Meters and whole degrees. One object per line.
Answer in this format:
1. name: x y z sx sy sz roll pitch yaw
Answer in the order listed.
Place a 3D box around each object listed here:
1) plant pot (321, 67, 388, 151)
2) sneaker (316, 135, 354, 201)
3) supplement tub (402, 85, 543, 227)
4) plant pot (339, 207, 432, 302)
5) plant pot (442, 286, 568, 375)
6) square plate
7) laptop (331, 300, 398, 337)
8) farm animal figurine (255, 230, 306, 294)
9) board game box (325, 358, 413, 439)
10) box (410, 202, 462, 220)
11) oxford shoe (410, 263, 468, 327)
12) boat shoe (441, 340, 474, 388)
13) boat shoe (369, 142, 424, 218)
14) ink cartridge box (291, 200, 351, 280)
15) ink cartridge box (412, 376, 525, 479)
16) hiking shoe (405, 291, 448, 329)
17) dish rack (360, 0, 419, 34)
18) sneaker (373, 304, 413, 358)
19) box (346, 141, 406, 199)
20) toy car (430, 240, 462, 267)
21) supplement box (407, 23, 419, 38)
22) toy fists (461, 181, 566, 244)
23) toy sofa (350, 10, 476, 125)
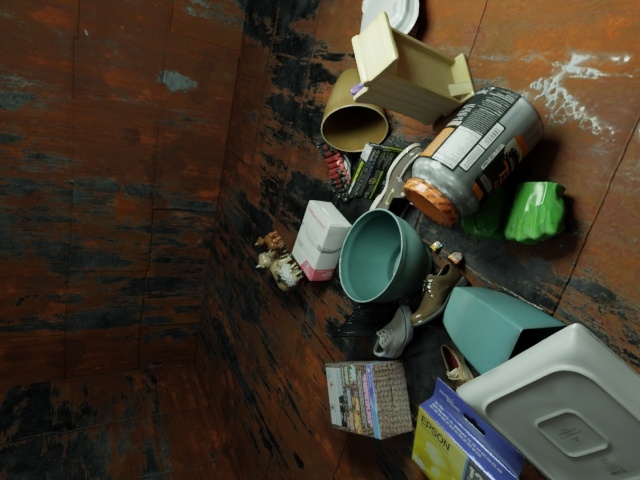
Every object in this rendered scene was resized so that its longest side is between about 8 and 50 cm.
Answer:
1. plant pot: 0.123 -0.500 1.523 0.237 0.237 0.254 -38 44 51
2. sneaker: 0.086 -0.299 1.670 0.098 0.135 0.276 -9 104 46
3. supplement tub: 0.360 -0.196 1.010 0.316 0.193 0.193 -48 39 0
4. plant pot: 0.223 0.066 1.312 0.293 0.196 0.293 -32 50 48
5. plant pot: 0.429 0.218 1.034 0.234 0.166 0.165 44 125 54
6. square plate: 0.508 0.372 0.833 0.344 0.049 0.347 43 133 8
7. laptop: 0.150 0.213 1.502 0.136 0.264 0.234 54 148 -9
8. farm animal figurine: -0.207 0.116 1.974 0.326 0.172 0.330 55 175 17
9. board game box: 0.160 0.546 1.468 0.291 0.141 0.232 -24 69 56
10. box: 0.364 -0.156 1.213 0.156 0.093 0.158 39 123 52
11. oxford shoe: 0.310 0.150 1.156 0.096 0.227 0.083 49 152 -4
12. boat shoe: 0.387 0.373 1.186 0.063 0.059 0.170 -47 51 47
13. boat shoe: 0.264 -0.163 1.362 0.096 0.117 0.324 60 141 34
14. ink cartridge box: 0.000 0.000 1.772 0.207 0.117 0.283 53 132 45
15. ink cartridge box: 0.379 0.591 1.125 0.304 0.072 0.307 38 136 55
16. hiking shoe: 0.322 0.208 1.245 0.227 0.114 0.086 15 101 58
17. dish rack: 0.217 -0.781 1.419 0.286 0.072 0.332 -27 49 56
18. sneaker: 0.232 0.307 1.342 0.094 0.091 0.258 -107 18 -46
19. box: 0.201 -0.225 1.395 0.045 0.184 0.190 54 133 42
20. toy car: 0.374 0.031 1.230 0.040 0.060 0.122 -46 50 5
21. supplement box: 0.283 -0.708 1.403 0.083 0.055 0.043 29 112 56
22. toy fists: 0.472 -0.063 1.038 0.279 0.096 0.142 11 86 59
23. toy sofa: 0.249 -0.462 1.160 0.177 0.363 0.150 -28 66 49
